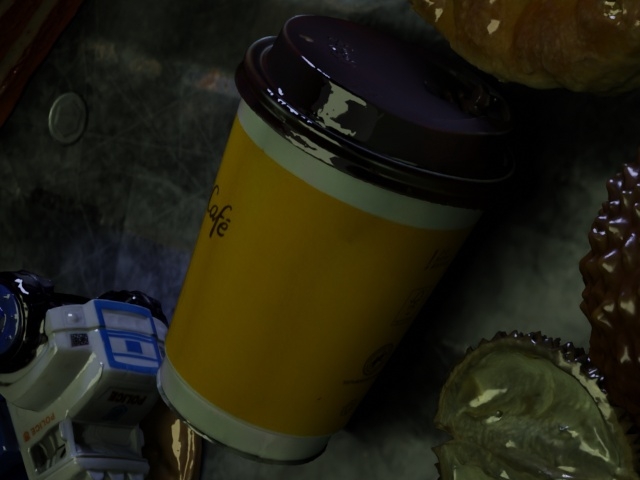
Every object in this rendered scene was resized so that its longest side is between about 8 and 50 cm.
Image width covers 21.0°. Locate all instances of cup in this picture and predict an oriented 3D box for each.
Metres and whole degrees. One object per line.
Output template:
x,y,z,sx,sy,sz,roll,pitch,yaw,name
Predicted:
0.000,0.000,1.142,0.196,0.196,0.279,42,118,33,cup

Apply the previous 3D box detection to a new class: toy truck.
-0.205,0.133,1.282,0.213,0.161,0.177,-36,60,30,toy truck

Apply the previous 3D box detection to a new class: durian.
0.156,0.126,1.059,0.188,0.091,0.148,23,112,45,durian

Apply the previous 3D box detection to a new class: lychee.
0.241,0.039,0.938,0.200,0.200,0.238,-19,54,35,lychee

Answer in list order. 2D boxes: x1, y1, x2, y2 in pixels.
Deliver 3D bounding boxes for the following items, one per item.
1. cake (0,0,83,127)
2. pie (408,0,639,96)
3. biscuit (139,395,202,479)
-0.286,-0.160,1.390,0.262,0.158,0.159,-15,80,34,cake
0.166,-0.243,1.037,0.339,0.083,0.339,-17,67,47,pie
-0.152,0.218,1.326,0.162,0.035,0.250,30,102,32,biscuit
